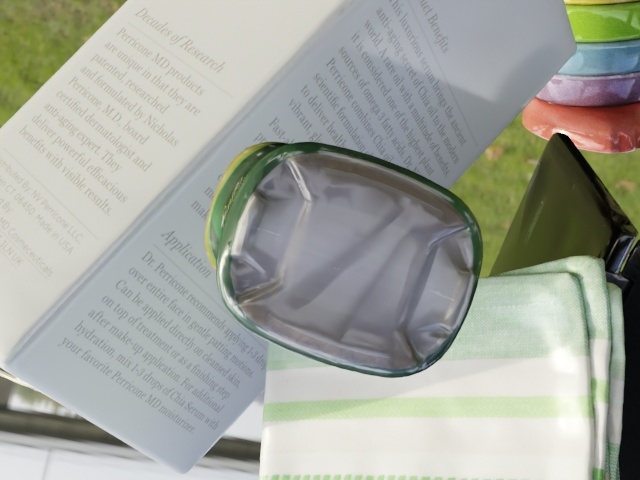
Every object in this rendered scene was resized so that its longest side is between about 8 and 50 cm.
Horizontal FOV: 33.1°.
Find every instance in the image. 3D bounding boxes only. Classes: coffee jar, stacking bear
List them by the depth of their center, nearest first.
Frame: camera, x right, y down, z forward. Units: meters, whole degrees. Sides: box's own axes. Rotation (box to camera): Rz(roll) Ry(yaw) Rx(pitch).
[{"bbox_3d":[0.000,0.000,0.471,0.096,0.079,0.184,20,-178,-10],"label":"coffee jar"},{"bbox_3d":[0.284,-0.256,1.087,0.164,0.288,0.175,17,-150,42],"label":"stacking bear"}]

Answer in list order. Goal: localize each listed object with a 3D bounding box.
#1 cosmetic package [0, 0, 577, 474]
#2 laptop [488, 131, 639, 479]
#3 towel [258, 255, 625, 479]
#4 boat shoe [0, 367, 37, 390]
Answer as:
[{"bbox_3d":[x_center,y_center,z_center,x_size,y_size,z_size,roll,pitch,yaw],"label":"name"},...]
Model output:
[{"bbox_3d":[-0.038,-0.078,0.770,0.161,0.453,0.230,39,172,36],"label":"cosmetic package"},{"bbox_3d":[0.229,0.179,0.774,0.236,0.381,0.408,19,-161,-5],"label":"laptop"},{"bbox_3d":[0.054,0.178,0.614,0.248,0.324,0.038,-9,159,35],"label":"towel"},{"bbox_3d":[-0.256,0.115,1.103,0.103,0.113,0.302,1,172,-42],"label":"boat shoe"}]
